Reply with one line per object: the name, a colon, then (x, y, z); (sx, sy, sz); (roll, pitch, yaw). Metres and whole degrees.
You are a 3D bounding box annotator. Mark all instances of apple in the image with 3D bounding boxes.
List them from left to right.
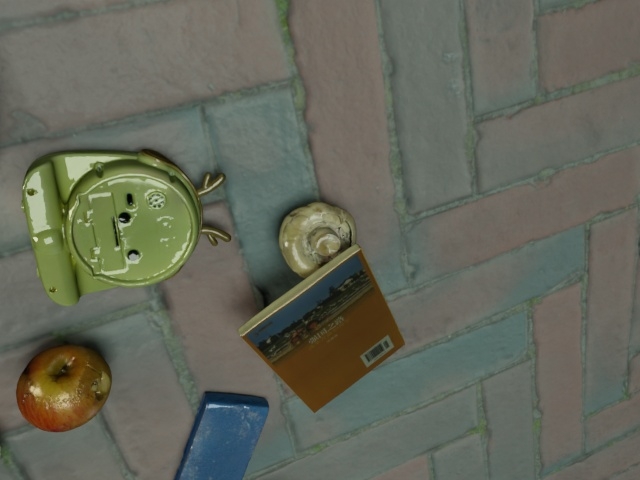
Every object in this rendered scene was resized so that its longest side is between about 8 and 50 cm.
apple: (-0.430, 0.242, 0.884); (0.146, 0.146, 0.147); (-8, 113, -19)

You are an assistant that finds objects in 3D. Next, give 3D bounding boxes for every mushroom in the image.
mushroom: (0.000, 0.000, 0.975); (0.154, 0.122, 0.154); (-3, 99, -21)

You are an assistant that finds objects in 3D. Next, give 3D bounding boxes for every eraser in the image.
eraser: (-0.222, 0.467, 1.117); (0.144, 0.042, 0.312); (15, 104, -26)

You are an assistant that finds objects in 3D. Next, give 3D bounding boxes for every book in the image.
book: (0.024, 0.194, 1.055); (0.262, 0.028, 0.374); (-35, 137, -6)

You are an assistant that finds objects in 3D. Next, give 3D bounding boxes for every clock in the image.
clock: (-0.298, -0.031, 0.856); (0.307, 0.096, 0.235); (-10, 113, -20)
